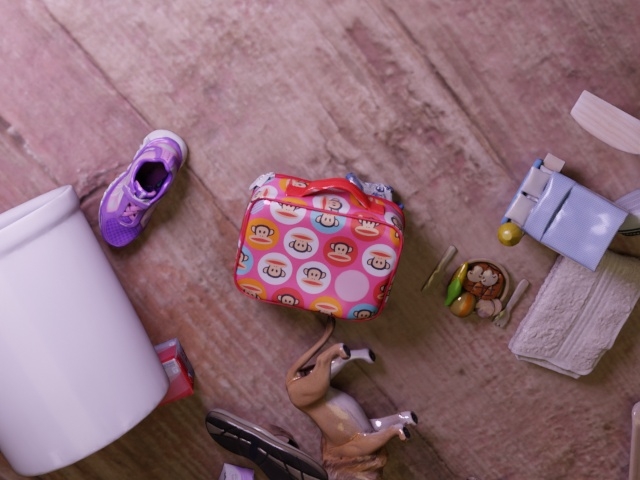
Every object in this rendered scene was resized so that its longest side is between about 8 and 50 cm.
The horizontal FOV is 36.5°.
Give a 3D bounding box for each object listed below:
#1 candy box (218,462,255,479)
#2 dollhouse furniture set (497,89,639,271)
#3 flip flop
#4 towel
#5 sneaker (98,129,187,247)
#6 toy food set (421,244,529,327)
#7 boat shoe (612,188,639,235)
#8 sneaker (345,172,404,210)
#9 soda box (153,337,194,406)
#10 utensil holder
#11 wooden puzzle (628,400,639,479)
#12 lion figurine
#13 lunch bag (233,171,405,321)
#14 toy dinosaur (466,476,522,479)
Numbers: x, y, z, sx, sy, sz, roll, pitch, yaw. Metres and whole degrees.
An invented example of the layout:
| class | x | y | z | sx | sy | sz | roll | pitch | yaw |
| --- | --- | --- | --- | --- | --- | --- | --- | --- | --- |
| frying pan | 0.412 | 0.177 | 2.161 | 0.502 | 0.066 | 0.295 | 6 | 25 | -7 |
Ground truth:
| class | x | y | z | sx | sy | sz | roll | pitch | yaw |
| --- | --- | --- | --- | --- | --- | --- | --- | --- | --- |
| candy box | -0.193 | 0.588 | 1.985 | 0.070 | 0.165 | 0.196 | 16 | 112 | -13 |
| dollhouse furniture set | 0.482 | -0.061 | 1.666 | 0.286 | 0.198 | 0.303 | 33 | 104 | 16 |
| flip flop | -0.101 | 0.408 | 1.933 | 0.277 | 0.080 | 0.112 | 27 | 129 | 14 |
| towel | 0.509 | 0.137 | 1.909 | 0.187 | 0.049 | 0.282 | 18 | 111 | -14 |
| sneaker | -0.319 | -0.080 | 1.700 | 0.095 | 0.104 | 0.236 | 28 | 110 | -18 |
| toy food set | 0.305 | 0.097 | 1.876 | 0.192 | 0.038 | 0.132 | 23 | 110 | -15 |
| boat shoe | 0.696 | -0.049 | 1.800 | 0.335 | 0.121 | 0.119 | -14 | 111 | -1 |
| sneaker | 0.100 | -0.086 | 1.773 | 0.058 | 0.052 | 0.135 | -46 | 118 | 4 |
| soda box | -0.381 | 0.286 | 1.874 | 0.263 | 0.083 | 0.092 | -22 | 115 | 4 |
| utensil holder | -0.472 | 0.150 | 1.631 | 0.327 | 0.327 | 0.386 | -25 | 103 | 6 |
| wooden puzzle | 0.812 | 0.478 | 2.083 | 0.321 | 0.080 | 0.348 | -6 | 110 | -3 |
| lion figurine | 0.033 | 0.346 | 1.928 | 0.240 | 0.142 | 0.392 | -27 | 101 | 23 |
| lunch bag | 0.000 | 0.000 | 1.730 | 0.293 | 0.120 | 0.258 | 14 | 122 | -2 |
| toy dinosaur | 0.359 | 0.542 | 2.089 | 0.092 | 0.053 | 0.183 | 32 | 116 | -34 |
